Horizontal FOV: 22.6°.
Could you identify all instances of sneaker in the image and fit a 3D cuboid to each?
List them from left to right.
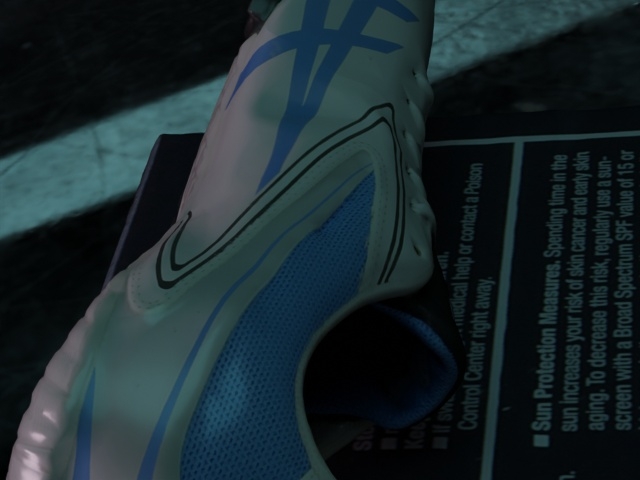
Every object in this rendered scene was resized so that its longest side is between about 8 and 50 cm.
[{"bbox_3d":[0.000,0.000,0.405,0.086,0.085,0.237,21,42,1],"label":"sneaker"}]

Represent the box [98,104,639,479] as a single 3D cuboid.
[{"bbox_3d":[0.080,0.114,0.436,0.294,0.182,0.296,-2,41,14],"label":"box"}]
